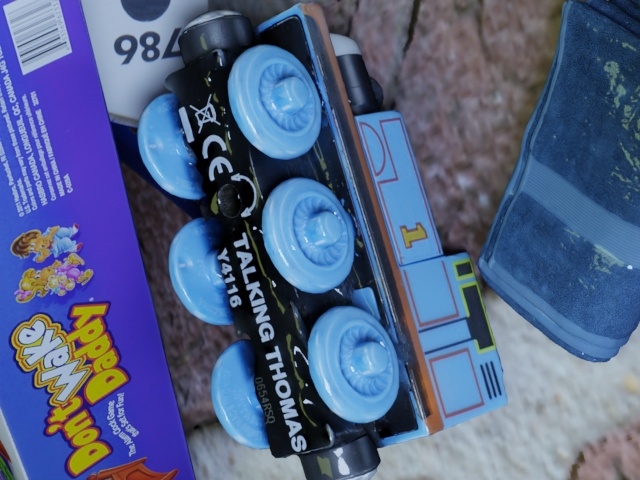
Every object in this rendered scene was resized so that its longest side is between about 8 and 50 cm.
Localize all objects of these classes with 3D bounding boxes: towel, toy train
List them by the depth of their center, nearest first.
[{"bbox_3d":[0.095,-0.020,0.505,0.067,0.029,0.119,43,130,34],"label":"towel"},{"bbox_3d":[0.000,0.000,0.566,0.080,0.105,0.184,-21,84,42],"label":"toy train"}]

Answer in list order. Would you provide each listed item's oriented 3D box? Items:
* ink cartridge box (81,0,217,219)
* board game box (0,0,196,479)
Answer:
[{"bbox_3d":[-0.107,-0.171,0.620,0.165,0.065,0.333,33,131,55],"label":"ink cartridge box"},{"bbox_3d":[-0.164,-0.026,0.672,0.233,0.078,0.347,46,155,37],"label":"board game box"}]
